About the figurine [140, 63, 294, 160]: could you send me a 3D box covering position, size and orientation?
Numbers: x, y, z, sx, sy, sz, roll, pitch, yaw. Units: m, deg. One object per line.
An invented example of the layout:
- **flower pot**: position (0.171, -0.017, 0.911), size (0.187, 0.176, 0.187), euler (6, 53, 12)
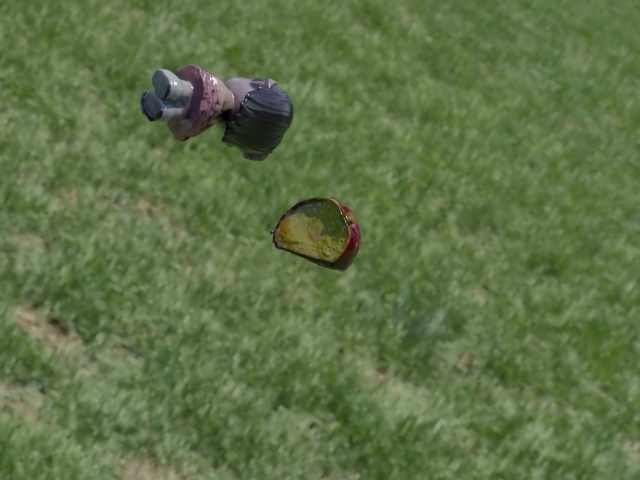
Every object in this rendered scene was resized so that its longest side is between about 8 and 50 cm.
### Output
- **figurine**: position (-0.077, -0.096, 0.996), size (0.129, 0.072, 0.054), euler (3, 28, -45)

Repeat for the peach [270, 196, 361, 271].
- **peach**: position (0.000, 0.000, 1.207), size (0.050, 0.083, 0.077), euler (18, 47, -60)
